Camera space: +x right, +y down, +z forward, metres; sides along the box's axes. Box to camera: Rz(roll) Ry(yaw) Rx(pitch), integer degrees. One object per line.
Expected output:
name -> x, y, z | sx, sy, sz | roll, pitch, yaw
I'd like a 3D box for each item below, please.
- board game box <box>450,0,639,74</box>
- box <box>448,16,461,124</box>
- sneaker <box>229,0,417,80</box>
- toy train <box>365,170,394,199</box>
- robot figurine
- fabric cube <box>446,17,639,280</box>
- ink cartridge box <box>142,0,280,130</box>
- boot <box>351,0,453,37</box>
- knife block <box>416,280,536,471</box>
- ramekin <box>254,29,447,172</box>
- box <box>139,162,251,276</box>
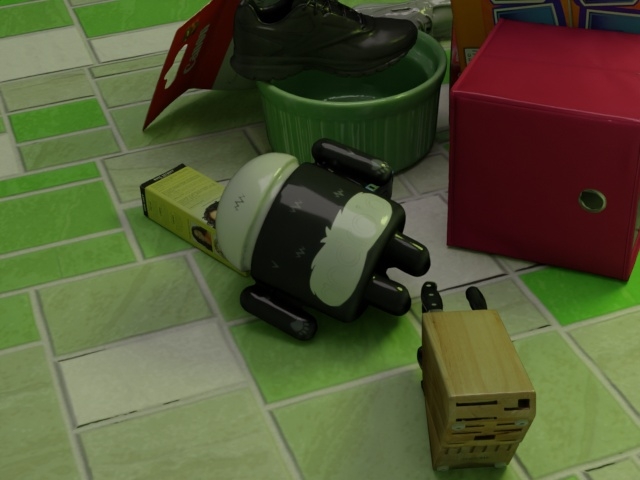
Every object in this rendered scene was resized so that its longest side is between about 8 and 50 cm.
board game box -> 0.409, -0.471, 1.762 | 0.356, 0.356, 0.356 | 4, 35, 26
box -> 0.284, -0.305, 1.993 | 0.128, 0.122, 0.257 | 2, 35, 7
sneaker -> 0.005, -0.315, 1.760 | 0.286, 0.130, 0.109 | -6, 33, -7
toy train -> 0.024, -0.057, 1.696 | 0.105, 0.080, 0.184 | 25, 43, 25
robot figurine -> 0.001, -0.001, 1.511 | 0.278, 0.173, 0.209 | 25, 45, 10
fabric cube -> 0.334, -0.134, 1.632 | 0.258, 0.254, 0.259 | 12, 38, 19
ink cartridge box -> -0.109, -0.335, 1.928 | 0.091, 0.308, 0.385 | 43, 59, 4
boot -> 0.171, -0.384, 2.159 | 0.258, 0.095, 0.123 | -8, 40, 7
knife block -> 0.159, 0.120, 1.301 | 0.088, 0.275, 0.242 | -4, 64, -2
ramekin -> 0.048, -0.223, 1.869 | 0.303, 0.148, 0.303 | -2, 35, 1
box -> -0.155, -0.033, 1.688 | 0.232, 0.058, 0.087 | 27, 45, 37
